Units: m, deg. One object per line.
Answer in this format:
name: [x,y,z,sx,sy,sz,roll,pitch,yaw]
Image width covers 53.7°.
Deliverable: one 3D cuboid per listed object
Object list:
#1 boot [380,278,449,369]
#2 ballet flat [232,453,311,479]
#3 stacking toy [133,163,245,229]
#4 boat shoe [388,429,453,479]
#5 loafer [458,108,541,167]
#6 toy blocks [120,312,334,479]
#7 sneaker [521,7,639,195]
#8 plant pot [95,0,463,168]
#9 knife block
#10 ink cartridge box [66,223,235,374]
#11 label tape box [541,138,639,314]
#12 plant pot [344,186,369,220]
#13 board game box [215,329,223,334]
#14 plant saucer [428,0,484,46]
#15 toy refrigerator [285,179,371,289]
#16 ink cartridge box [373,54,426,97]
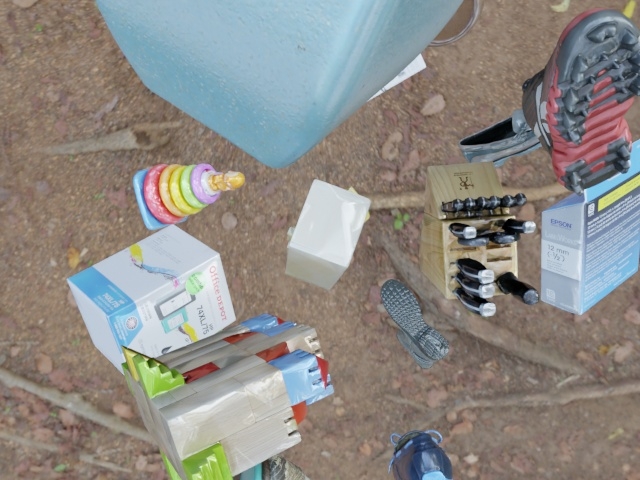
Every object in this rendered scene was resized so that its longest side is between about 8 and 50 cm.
boot: [0.222,0.227,1.647,0.083,0.161,0.247,-32,79,-19]
ballet flat: [-0.095,0.448,1.033,0.182,0.164,0.483,18,145,-17]
stacking toy: [-0.324,-0.138,1.649,0.301,0.175,0.166,-10,98,30]
boat shoe: [0.170,0.351,1.032,0.108,0.258,0.089,-10,72,-9]
loafer: [0.404,-0.227,1.315,0.084,0.096,0.267,39,139,-18]
toy blocks: [-0.108,0.200,0.884,0.260,0.381,0.191,-20,100,-24]
sneaker: [0.270,-0.160,0.674,0.097,0.135,0.276,-26,152,10]
plant pot: [-0.024,-0.207,0.468,0.247,0.248,0.252,34,135,9]
knife block: [0.188,0.033,0.782,0.088,0.242,0.276,-4,141,1]
ink cartridge box: [-0.364,0.131,1.391,0.270,0.197,0.198,-32,131,-31]
label tape box: [0.615,-0.044,1.425,0.249,0.115,0.348,-26,119,-30]
plant pot: [0.066,-0.065,1.475,0.083,0.081,0.081,44,81,-8]
board game box: [-0.377,0.173,1.734,0.208,0.347,0.056,34,93,-26]
plant saucer: [0.225,-0.435,1.181,0.168,0.029,0.169,-2,132,-3]
toy refrigerator: [0.000,0.000,0.972,0.094,0.269,0.102,21,79,-1]
ink cartridge box: [0.147,-0.487,1.694,0.219,0.093,0.160,-28,125,8]
